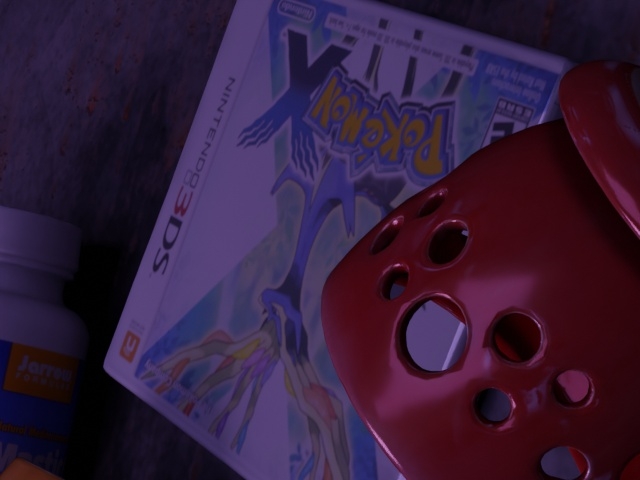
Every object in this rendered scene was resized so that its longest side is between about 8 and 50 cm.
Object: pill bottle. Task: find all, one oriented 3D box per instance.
[{"bbox_3d":[-0.249,0.114,1.210,0.152,0.152,0.272,1,78,51],"label":"pill bottle"}]

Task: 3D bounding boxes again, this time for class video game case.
[{"bbox_3d":[0.000,0.000,1.040,0.329,0.036,0.300,27,98,51],"label":"video game case"}]

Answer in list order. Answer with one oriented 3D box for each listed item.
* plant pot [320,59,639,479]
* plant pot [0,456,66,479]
[{"bbox_3d":[0.125,0.032,0.758,0.174,0.191,0.191,-42,47,24],"label":"plant pot"},{"bbox_3d":[-0.178,0.246,1.057,0.205,0.205,0.188,14,72,52],"label":"plant pot"}]
